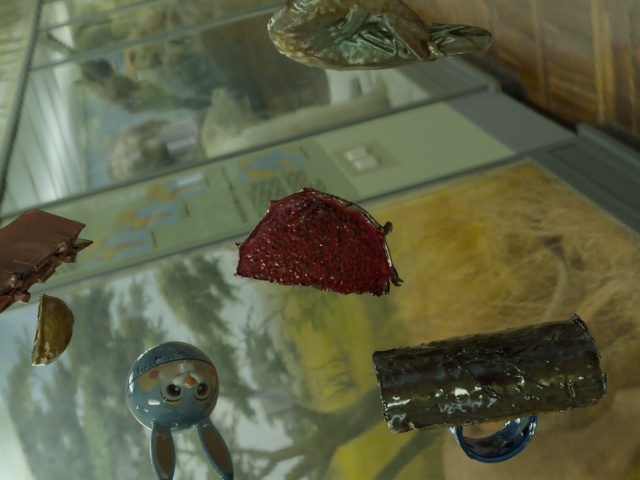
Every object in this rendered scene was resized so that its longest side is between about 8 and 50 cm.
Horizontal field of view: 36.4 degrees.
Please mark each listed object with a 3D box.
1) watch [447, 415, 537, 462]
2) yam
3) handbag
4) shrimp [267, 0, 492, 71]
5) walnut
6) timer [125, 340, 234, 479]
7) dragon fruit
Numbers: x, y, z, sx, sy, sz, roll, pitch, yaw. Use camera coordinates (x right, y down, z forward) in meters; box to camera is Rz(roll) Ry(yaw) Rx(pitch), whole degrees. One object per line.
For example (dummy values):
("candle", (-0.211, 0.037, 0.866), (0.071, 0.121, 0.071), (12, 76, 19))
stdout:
("watch", (0.326, 0.327, 1.901), (0.171, 0.196, 0.200), (-97, 19, -75))
("yam", (0.212, 0.175, 1.246), (0.131, 0.279, 0.131), (-10, -90, -86))
("handbag", (-0.498, 0.035, 1.601), (0.157, 0.212, 0.059), (13, 130, 33))
("shrimp", (0.085, -0.296, 1.355), (0.168, 0.317, 0.077), (91, 176, -69))
("walnut", (-0.371, 0.127, 1.351), (0.121, 0.052, 0.091), (117, 156, -48))
("timer", (-0.230, 0.270, 1.609), (0.255, 0.175, 0.175), (45, 151, 55))
("dragon fruit", (0.000, -0.007, 1.561), (0.126, 0.274, 0.161), (-122, 40, -77))
